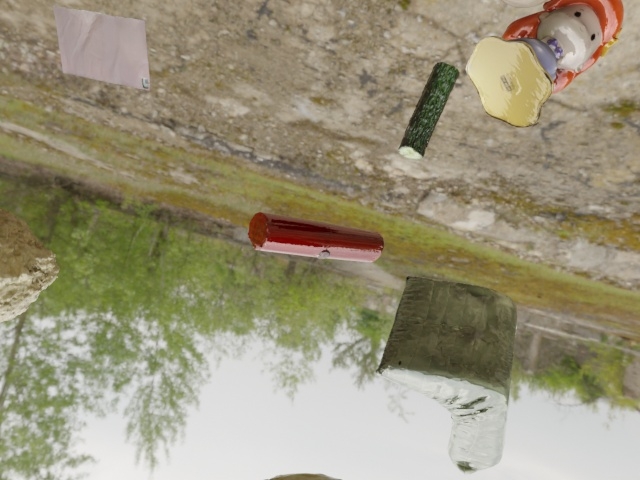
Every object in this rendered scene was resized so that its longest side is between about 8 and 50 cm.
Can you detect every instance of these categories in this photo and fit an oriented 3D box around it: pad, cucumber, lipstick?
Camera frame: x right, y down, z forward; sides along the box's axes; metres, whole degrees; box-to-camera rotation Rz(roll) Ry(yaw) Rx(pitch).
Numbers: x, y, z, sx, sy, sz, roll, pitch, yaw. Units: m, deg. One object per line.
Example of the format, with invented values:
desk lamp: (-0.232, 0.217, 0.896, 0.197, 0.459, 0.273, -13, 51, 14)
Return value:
pad: (-0.366, -0.323, 0.872, 0.188, 0.113, 0.006, 15, -148, 16)
cucumber: (0.208, -0.247, 1.005, 0.058, 0.186, 0.058, 24, -179, -1)
lipstick: (0.001, -0.001, 0.966, 0.280, 0.073, 0.073, 8, -179, -38)

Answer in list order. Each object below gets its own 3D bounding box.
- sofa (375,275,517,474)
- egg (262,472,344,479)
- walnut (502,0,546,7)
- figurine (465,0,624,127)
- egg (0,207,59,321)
sofa: (0.202, 0.204, 0.801, 0.176, 0.210, 0.225, 6, 133, 21)
egg: (-0.027, 0.336, 0.496, 0.204, 0.203, 0.245, 13, -166, 23)
walnut: (0.451, -0.650, 1.151, 0.274, 0.226, 0.273, 16, -149, -10)
figurine: (0.394, -0.335, 0.930, 0.181, 0.257, 0.208, 42, 154, 25)
egg: (-0.302, 0.025, 0.451, 0.118, 0.116, 0.140, 24, -178, -3)
